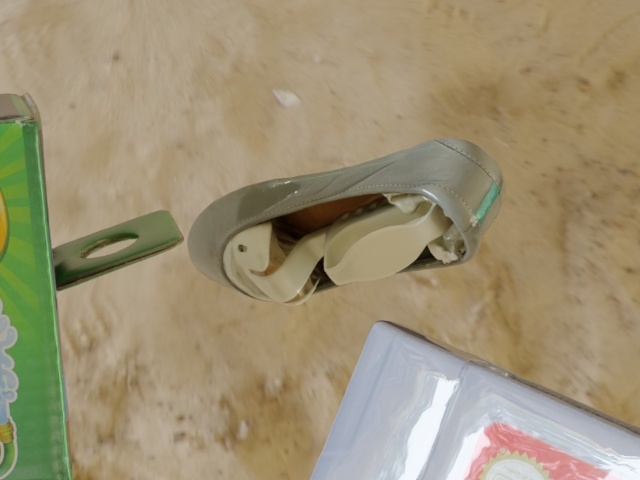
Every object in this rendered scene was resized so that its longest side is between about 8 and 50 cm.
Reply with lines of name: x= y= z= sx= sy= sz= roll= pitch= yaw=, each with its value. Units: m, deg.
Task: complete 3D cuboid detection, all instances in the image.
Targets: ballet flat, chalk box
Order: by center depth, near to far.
chalk box: x=-0.213 y=0.025 z=0.844 sx=0.289 sy=0.180 sz=0.179 roll=-5 pitch=100 yaw=-10
ballet flat: x=0.000 y=0.000 z=0.913 sx=0.213 sy=0.068 sz=0.072 roll=-17 pitch=123 yaw=36

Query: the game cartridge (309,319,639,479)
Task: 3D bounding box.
game cartridge: x=0.094 y=0.163 z=0.599 sx=0.060 sy=0.294 sz=0.196 roll=15 pitch=95 yaw=-48
